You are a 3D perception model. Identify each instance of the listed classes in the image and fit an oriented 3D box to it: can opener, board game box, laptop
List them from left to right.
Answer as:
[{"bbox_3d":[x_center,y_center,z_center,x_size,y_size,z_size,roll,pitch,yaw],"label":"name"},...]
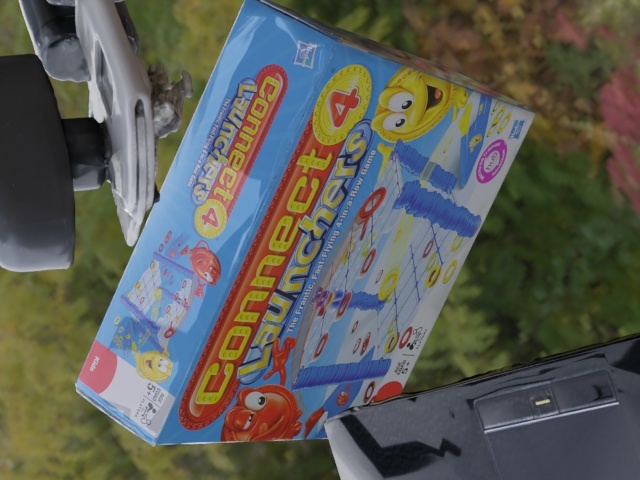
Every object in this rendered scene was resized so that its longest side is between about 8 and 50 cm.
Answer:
[{"bbox_3d":[-0.117,-0.105,0.643,0.280,0.093,0.074,-110,22,-44],"label":"can opener"},{"bbox_3d":[0.000,0.000,1.145,0.086,0.308,0.302,31,-167,31],"label":"board game box"},{"bbox_3d":[0.053,0.181,0.468,0.234,0.136,0.264,-24,82,56],"label":"laptop"}]
